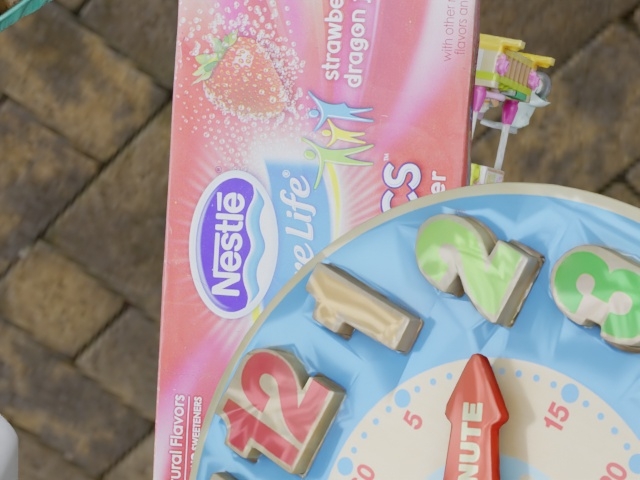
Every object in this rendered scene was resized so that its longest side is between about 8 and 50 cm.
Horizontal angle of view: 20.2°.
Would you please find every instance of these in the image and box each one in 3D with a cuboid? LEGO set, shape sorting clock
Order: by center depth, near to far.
[{"bbox_3d":[0.045,0.086,0.484,0.206,0.206,0.040,-29,156,29],"label":"shape sorting clock"},{"bbox_3d":[0.055,-0.089,1.173,0.132,0.287,0.107,13,93,43],"label":"LEGO set"}]

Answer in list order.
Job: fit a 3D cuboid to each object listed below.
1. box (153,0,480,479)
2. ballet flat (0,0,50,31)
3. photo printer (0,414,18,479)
[{"bbox_3d":[0.000,0.000,0.940,0.154,0.142,0.300,5,95,6],"label":"box"},{"bbox_3d":[-0.173,-0.168,1.018,0.247,0.087,0.083,-33,92,31],"label":"ballet flat"},{"bbox_3d":[-0.348,0.259,1.481,0.107,0.256,0.307,30,155,4],"label":"photo printer"}]
